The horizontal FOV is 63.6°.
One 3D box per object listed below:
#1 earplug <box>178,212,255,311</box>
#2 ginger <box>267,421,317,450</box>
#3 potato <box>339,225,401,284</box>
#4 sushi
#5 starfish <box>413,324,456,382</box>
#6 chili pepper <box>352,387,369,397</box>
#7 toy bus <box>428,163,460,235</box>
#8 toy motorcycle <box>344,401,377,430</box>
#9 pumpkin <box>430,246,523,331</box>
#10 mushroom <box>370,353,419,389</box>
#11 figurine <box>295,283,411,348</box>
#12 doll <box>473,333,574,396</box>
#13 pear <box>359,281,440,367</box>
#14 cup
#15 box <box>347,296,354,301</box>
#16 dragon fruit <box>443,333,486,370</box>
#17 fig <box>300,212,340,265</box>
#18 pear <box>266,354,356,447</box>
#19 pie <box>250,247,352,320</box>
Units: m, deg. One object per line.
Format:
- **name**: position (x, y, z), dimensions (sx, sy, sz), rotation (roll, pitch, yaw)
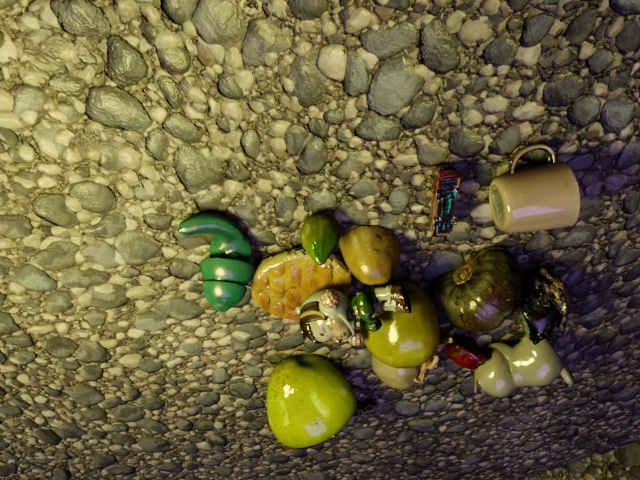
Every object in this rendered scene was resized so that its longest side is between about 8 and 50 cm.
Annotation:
- **earplug**: position (-0.297, 0.070, 1.536), dimensions (0.164, 0.280, 0.257), rotation (-1, 171, 17)
- **ginger**: position (-0.084, 0.771, 2.193), dimensions (0.275, 0.152, 0.357), rotation (1, 129, -10)
- **potato**: position (0.169, 0.067, 1.621), dimensions (0.204, 0.158, 0.178), rotation (31, 121, -35)
- **sushi**: position (0.791, 0.226, 1.826), dimensions (0.219, 0.224, 0.238), rotation (-25, 164, 1)
- **starfish**: position (0.433, 0.379, 1.881), dimensions (0.060, 0.302, 0.299), rotation (32, 132, 14)
- **chili pepper**: position (0.149, 0.651, 2.202), dimensions (0.050, 0.041, 0.153), rotation (-24, 150, 38)
- **toy bus**: position (0.362, -0.117, 1.526), dimensions (0.074, 0.096, 0.234), rotation (-7, 132, -3)
- **toy motorcycle**: position (0.147, 0.775, 2.286), dimensions (0.216, 0.080, 0.122), rotation (-10, 132, -7)
- **pumpkin**: position (0.552, 0.204, 1.757), dimensions (0.242, 0.232, 0.325), rotation (29, 124, -33)
- **mushroom**: position (0.293, 0.458, 1.982), dimensions (0.207, 0.209, 0.206), rotation (18, 165, 5)
- **figurine**: position (0.090, 0.219, 1.601), dimensions (0.370, 0.167, 0.281), rotation (-16, 134, 17)
- **doll**: position (0.792, 0.498, 2.070), dimensions (0.371, 0.225, 0.215), rotation (-17, 163, 19)
- **pear**: position (0.269, 0.297, 1.756), dimensions (0.295, 0.294, 0.294), rotation (-5, 131, -5)
- **cup**: position (0.609, -0.149, 1.499), dimensions (0.201, 0.191, 0.252), rotation (-9, 102, 2)
- **box**: position (0.095, 0.249, 1.842), dimensions (0.106, 0.037, 0.105), rotation (-4, 131, -5)
- **dragon fruit**: position (0.551, 0.450, 2.042), dimensions (0.161, 0.127, 0.120), rotation (20, 115, -23)
- **fig**: position (0.000, 0.000, 1.529), dimensions (0.123, 0.156, 0.123), rotation (-3, 136, -3)
- **pear**: position (-0.065, 0.587, 1.953), dimensions (0.343, 0.238, 0.317), rotation (-24, 100, 5)
- **pie**: position (-0.061, 0.146, 1.692), dimensions (0.340, 0.083, 0.339), rotation (-5, 132, -6)
